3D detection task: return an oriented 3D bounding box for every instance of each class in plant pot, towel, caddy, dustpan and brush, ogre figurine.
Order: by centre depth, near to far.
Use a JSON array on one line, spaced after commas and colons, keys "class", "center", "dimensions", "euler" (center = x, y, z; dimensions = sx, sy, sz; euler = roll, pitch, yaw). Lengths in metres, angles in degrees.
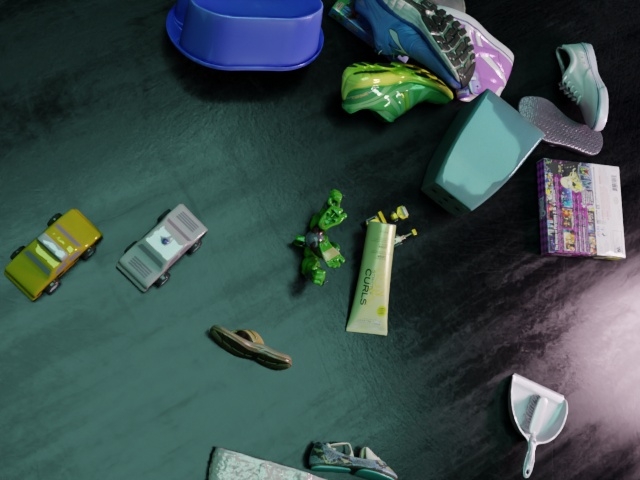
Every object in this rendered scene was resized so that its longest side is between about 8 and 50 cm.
[{"class": "towel", "center": [-0.098, 0.530, 1.462], "dimensions": [0.282, 0.049, 0.187], "euler": [19, 73, -11]}, {"class": "ogre figurine", "center": [0.000, 0.000, 1.569], "dimensions": [0.097, 0.118, 0.197], "euler": [-4, 81, -21]}, {"class": "caddy", "center": [-0.153, -0.474, 1.603], "dimensions": [0.341, 0.179, 0.241], "euler": [-3, 55, -16]}, {"class": "dustpan and brush", "center": [0.462, 0.411, 1.640], "dimensions": [0.147, 0.060, 0.211], "euler": [25, 72, -9]}, {"class": "plant pot", "center": [0.344, -0.179, 1.687], "dimensions": [0.165, 0.166, 0.234], "euler": [37, 77, -5]}]

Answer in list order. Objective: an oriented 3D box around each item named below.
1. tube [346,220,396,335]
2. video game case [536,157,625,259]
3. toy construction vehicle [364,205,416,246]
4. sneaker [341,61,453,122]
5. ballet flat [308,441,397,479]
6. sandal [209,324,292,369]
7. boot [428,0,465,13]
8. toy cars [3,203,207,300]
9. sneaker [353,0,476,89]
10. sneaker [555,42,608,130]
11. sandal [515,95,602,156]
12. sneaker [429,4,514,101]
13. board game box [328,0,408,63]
[{"class": "tube", "center": [0.117, 0.081, 1.611], "dimensions": [0.070, 0.062, 0.240], "euler": [9, 91, 28]}, {"class": "video game case", "center": [0.622, -0.073, 1.802], "dimensions": [0.210, 0.042, 0.232], "euler": [4, 77, -15]}, {"class": "toy construction vehicle", "center": [0.154, -0.027, 1.666], "dimensions": [0.098, 0.035, 0.086], "euler": [-27, 86, -11]}, {"class": "sneaker", "center": [0.166, -0.333, 1.707], "dimensions": [0.295, 0.123, 0.109], "euler": [-3, 37, -30]}, {"class": "ballet flat", "center": [0.069, 0.443, 1.523], "dimensions": [0.188, 0.070, 0.070], "euler": [15, 74, -16]}, {"class": "sandal", "center": [-0.138, 0.207, 1.514], "dimensions": [0.180, 0.072, 0.049], "euler": [23, 57, -12]}, {"class": "boot", "center": [0.241, -0.614, 1.782], "dimensions": [0.208, 0.076, 0.189], "euler": [11, 57, -27]}, {"class": "toy cars", "center": [-0.409, 0.013, 1.465], "dimensions": [0.394, 0.087, 0.176], "euler": [-4, 79, -17]}, {"class": "sneaker", "center": [0.205, -0.454, 1.674], "dimensions": [0.330, 0.147, 0.130], "euler": [47, 48, 5]}, {"class": "sneaker", "center": [0.630, -0.373, 1.840], "dimensions": [0.091, 0.094, 0.258], "euler": [-1, 58, -3]}, {"class": "sandal", "center": [0.570, -0.266, 1.832], "dimensions": [0.254, 0.054, 0.097], "euler": [24, 80, -20]}, {"class": "sneaker", "center": [0.324, -0.420, 1.746], "dimensions": [0.282, 0.102, 0.161], "euler": [26, 77, -21]}, {"class": "board game box", "center": [0.148, -0.527, 1.768], "dimensions": [0.211, 0.039, 0.160], "euler": [36, 70, -7]}]
